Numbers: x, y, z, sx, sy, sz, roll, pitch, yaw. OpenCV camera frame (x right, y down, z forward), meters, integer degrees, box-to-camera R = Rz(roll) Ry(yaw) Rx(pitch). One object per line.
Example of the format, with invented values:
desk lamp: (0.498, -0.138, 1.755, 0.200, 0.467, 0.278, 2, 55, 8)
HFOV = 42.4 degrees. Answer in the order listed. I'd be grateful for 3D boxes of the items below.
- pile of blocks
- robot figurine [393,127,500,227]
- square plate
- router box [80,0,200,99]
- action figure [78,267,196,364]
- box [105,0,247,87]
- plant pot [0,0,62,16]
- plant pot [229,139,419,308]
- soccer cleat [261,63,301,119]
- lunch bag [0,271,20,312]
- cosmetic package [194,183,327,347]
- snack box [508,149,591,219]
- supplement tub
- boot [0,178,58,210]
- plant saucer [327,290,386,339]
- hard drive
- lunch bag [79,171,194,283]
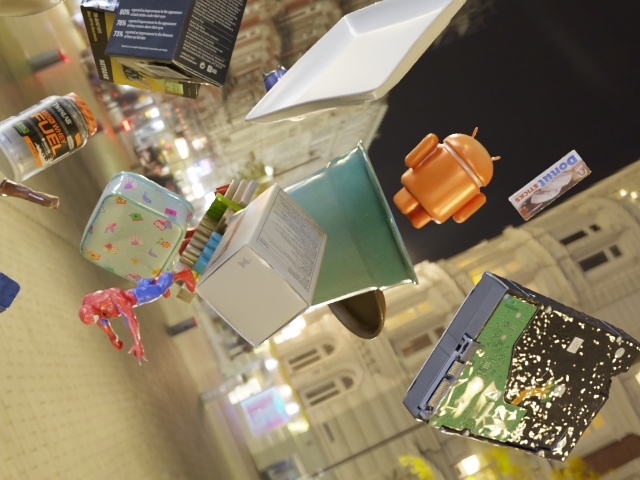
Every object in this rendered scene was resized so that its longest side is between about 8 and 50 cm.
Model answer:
pile of blocks: (-0.296, -0.020, 2.142, 0.113, 0.362, 0.149, 30, -13, -10)
robot figurine: (0.250, -0.121, 1.639, 0.158, 0.219, 0.128, 51, 7, 17)
square plate: (0.074, -0.321, 1.429, 0.347, 0.344, 0.049, -2, -49, 50)
router box: (-0.396, -0.449, 1.881, 0.309, 0.243, 0.081, 107, -7, -70)
action figure: (-0.303, 0.131, 1.385, 0.280, 0.092, 0.139, -11, 87, -67)
box: (-0.199, -0.340, 1.188, 0.153, 0.207, 0.108, 15, -2, 36)
plant pot: (-0.491, -0.490, 1.340, 0.191, 0.284, 0.284, 36, -27, 44)
plant pot: (0.000, 0.000, 1.809, 0.341, 0.334, 0.341, -22, 90, -85)
soccer cleat: (-0.078, -0.348, 2.122, 0.121, 0.093, 0.289, 62, 4, 14)
lunch bag: (-0.735, 0.125, 1.876, 0.067, 0.065, 0.098, 42, 34, -21)
cosmetic package: (-0.093, 0.034, 1.429, 0.153, 0.129, 0.296, 47, 19, -11)
snack box: (0.515, -0.124, 1.856, 0.064, 0.178, 0.022, 53, 10, 3)
supplement tub: (-0.539, -0.204, 1.600, 0.117, 0.190, 0.117, 35, -33, 27)
boot: (-0.609, -0.092, 1.728, 0.114, 0.037, 0.106, 24, 11, -5)
plant saucer: (0.079, 0.124, 2.117, 0.278, 0.041, 0.277, 42, -32, 34)
hard drive: (0.310, 0.199, 1.241, 0.339, 0.236, 0.064, 21, 15, -35)
lunch bag: (-0.431, -0.021, 1.950, 0.279, 0.224, 0.107, -50, -158, 44)
